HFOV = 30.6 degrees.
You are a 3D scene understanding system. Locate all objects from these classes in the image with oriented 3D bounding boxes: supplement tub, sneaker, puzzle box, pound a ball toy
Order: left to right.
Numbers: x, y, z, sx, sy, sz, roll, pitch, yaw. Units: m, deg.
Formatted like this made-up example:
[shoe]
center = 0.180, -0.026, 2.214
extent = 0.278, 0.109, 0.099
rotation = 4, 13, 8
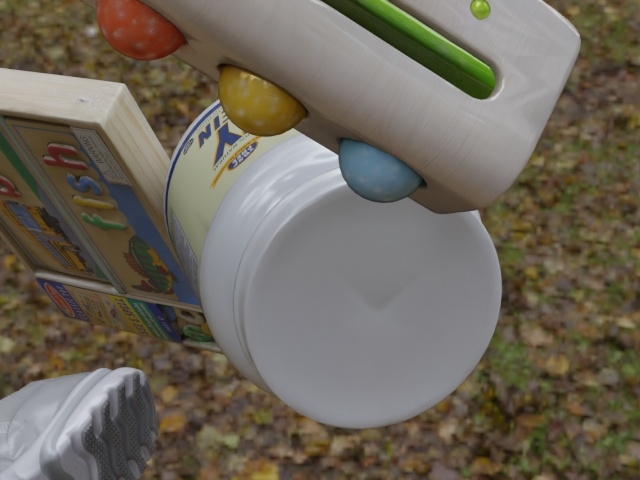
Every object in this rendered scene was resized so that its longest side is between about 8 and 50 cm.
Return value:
[sneaker]
center = -0.211, 0.171, 0.720
extent = 0.115, 0.105, 0.281
rotation = -2, 18, 24
[puzzle box]
center = -0.245, -0.024, 1.238
extent = 0.272, 0.409, 0.052
rotation = 10, 58, 27
[pound a ball toy]
center = -0.021, -0.133, 0.614
extent = 0.319, 0.136, 0.208
rotation = 30, -9, -14
[supplement tub]
center = 0.000, 0.000, 0.999
extent = 0.235, 0.236, 0.325
rotation = -8, 20, -13
